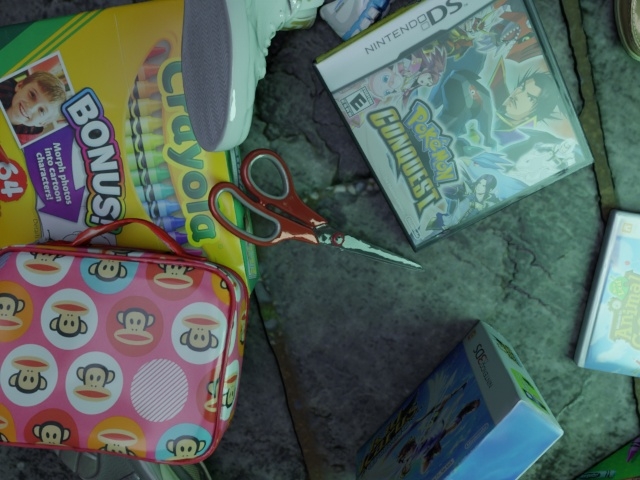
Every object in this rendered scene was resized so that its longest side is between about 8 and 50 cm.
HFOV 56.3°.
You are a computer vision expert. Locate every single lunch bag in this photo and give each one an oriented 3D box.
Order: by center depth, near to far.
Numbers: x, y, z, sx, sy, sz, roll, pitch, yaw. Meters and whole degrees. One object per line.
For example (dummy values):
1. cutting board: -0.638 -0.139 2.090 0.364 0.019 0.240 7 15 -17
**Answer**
1. lunch bag: -0.233 0.102 0.676 0.293 0.120 0.258 8 89 2

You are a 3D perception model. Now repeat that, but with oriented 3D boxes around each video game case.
1. video game case: 0.163 -0.153 0.717 0.248 0.035 0.275 -28 110 10
2. video game case: 0.143 0.245 0.719 0.061 0.244 0.269 39 102 -2
3. video game case: 0.448 0.078 0.770 0.193 0.023 0.213 9 102 4

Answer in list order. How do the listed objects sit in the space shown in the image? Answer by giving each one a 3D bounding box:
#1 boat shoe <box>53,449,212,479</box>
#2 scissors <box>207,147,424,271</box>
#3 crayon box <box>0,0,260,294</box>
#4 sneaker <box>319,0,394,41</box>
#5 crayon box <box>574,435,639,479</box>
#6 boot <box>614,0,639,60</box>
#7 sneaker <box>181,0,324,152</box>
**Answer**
1. boat shoe: -0.265 0.262 0.820 0.132 0.130 0.355 -26 96 14
2. scissors: 0.000 0.000 0.746 0.297 0.021 0.109 36 81 -22
3. crayon box: -0.261 -0.092 0.759 0.313 0.106 0.363 -7 100 7
4. sneaker: 0.068 -0.325 0.705 0.083 0.071 0.191 39 102 3
5. crayon box: 0.490 0.405 0.801 0.165 0.081 0.278 -40 95 11
6. boot: 0.382 -0.305 0.628 0.077 0.165 0.213 5 100 5
7. sneaker: -0.063 -0.240 0.670 0.108 0.169 0.293 -1 89 47
